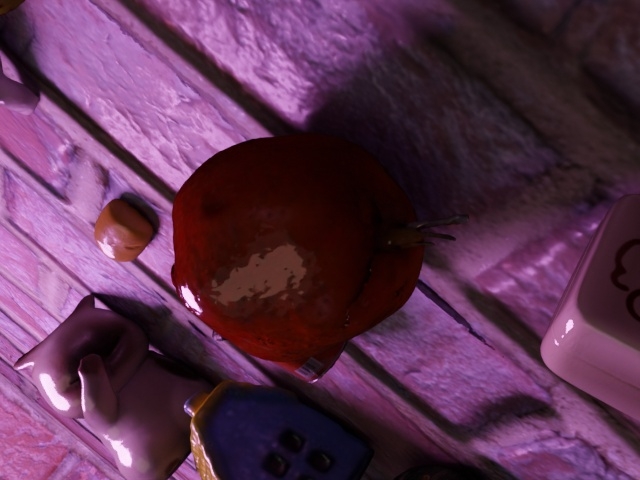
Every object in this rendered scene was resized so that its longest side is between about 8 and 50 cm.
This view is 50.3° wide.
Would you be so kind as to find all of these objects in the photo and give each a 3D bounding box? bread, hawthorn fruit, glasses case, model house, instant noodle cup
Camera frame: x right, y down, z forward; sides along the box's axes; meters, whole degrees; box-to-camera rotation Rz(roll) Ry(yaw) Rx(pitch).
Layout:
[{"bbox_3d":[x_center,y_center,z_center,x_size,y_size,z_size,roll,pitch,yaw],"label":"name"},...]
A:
[{"bbox_3d":[-0.292,-0.008,0.986,0.082,0.056,0.115,44,146,-9],"label":"bread"},{"bbox_3d":[0.000,0.000,0.606,0.298,0.211,0.211,-10,124,36],"label":"hawthorn fruit"},{"bbox_3d":[0.329,0.099,0.452,0.336,0.144,0.076,28,144,15],"label":"glasses case"},{"bbox_3d":[-0.087,0.364,1.099,0.303,0.215,0.237,35,146,16],"label":"model house"},{"bbox_3d":[-0.042,0.101,0.834,0.135,0.127,0.127,37,147,-12],"label":"instant noodle cup"}]

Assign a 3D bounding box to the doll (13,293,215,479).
[{"bbox_3d":[-0.343,0.277,1.226,0.370,0.215,0.226,44,162,-11],"label":"doll"}]

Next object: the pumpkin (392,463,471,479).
[{"bbox_3d":[0.168,0.408,0.951,0.190,0.146,0.191,7,99,54],"label":"pumpkin"}]

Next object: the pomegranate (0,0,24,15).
[{"bbox_3d":[-0.243,-0.275,0.497,0.340,0.285,0.285,17,153,-23],"label":"pomegranate"}]

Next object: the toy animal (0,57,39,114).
[{"bbox_3d":[-0.476,-0.207,0.866,0.193,0.127,0.179,17,142,27],"label":"toy animal"}]
